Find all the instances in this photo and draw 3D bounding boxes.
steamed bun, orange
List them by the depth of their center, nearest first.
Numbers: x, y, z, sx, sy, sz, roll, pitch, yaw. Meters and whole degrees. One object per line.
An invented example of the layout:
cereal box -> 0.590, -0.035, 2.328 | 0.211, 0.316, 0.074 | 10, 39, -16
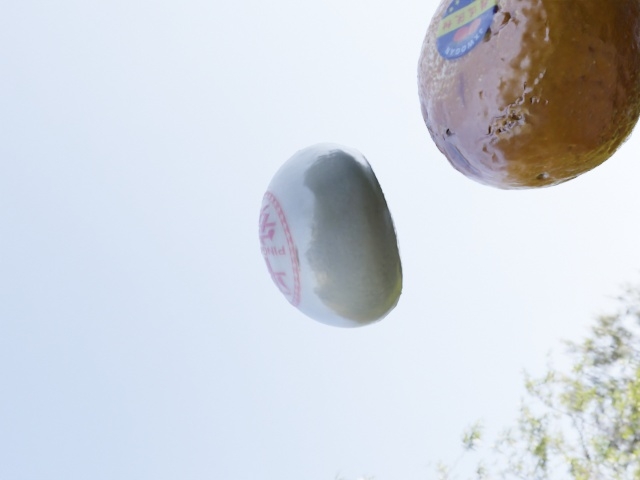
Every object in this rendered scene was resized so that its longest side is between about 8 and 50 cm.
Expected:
orange -> 0.116, -0.091, 0.369 | 0.118, 0.136, 0.135 | 24, -94, -37
steamed bun -> 0.000, 0.000, 0.824 | 0.145, 0.232, 0.231 | -15, -63, -9
